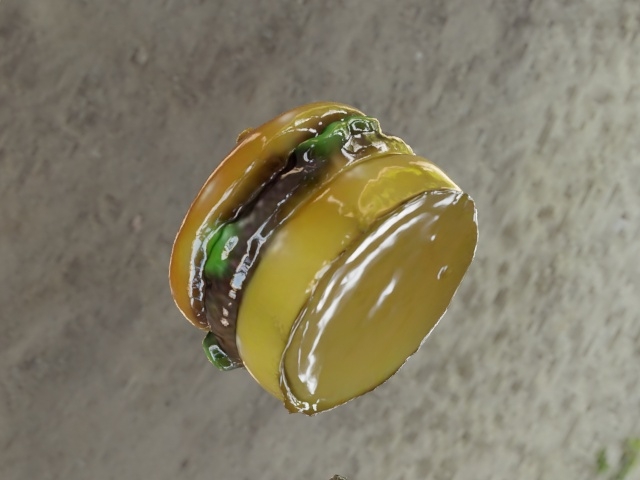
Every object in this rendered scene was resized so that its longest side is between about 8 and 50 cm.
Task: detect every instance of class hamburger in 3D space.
[{"bbox_3d":[0.000,0.000,1.988,0.396,0.277,0.395,-36,148,-26],"label":"hamburger"}]

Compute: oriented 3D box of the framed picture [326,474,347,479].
[{"bbox_3d":[-0.074,0.431,1.762,0.324,0.020,0.240,-44,-155,49],"label":"framed picture"}]
